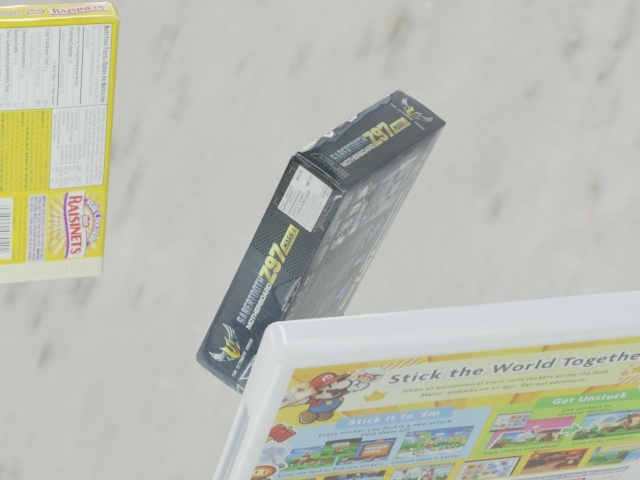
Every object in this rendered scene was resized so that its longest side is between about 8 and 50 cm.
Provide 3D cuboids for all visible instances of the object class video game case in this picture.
[{"bbox_3d":[0.061,0.097,0.945,0.206,0.227,0.026,111,149,-49],"label":"video game case"}]

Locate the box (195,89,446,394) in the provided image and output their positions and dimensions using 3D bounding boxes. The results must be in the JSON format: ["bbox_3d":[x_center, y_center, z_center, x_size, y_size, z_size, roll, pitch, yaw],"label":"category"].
[{"bbox_3d":[0.000,0.000,1.641,0.183,0.059,0.233,-34,-23,-53],"label":"box"}]

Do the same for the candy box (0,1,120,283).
[{"bbox_3d":[-0.190,-0.060,1.272,0.027,0.105,0.206,-119,30,-49],"label":"candy box"}]
